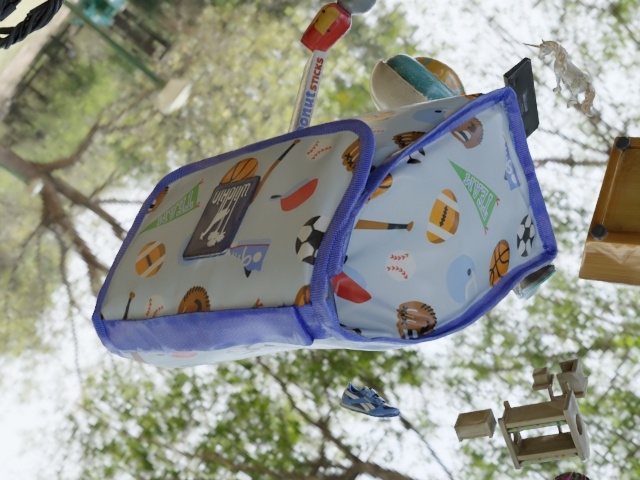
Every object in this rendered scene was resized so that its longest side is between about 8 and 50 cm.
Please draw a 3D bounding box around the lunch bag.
[{"bbox_3d":[0.000,0.000,1.048,0.328,0.238,0.385,-9,-163,42],"label":"lunch bag"}]

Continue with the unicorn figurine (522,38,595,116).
[{"bbox_3d":[0.453,-0.306,1.909,0.060,0.162,0.111,-43,151,-18],"label":"unicorn figurine"}]

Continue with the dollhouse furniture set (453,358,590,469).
[{"bbox_3d":[0.327,0.280,1.631,0.182,0.101,0.161,-14,-162,26],"label":"dollhouse furniture set"}]

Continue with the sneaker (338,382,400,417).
[{"bbox_3d":[0.113,0.363,2.329,0.053,0.144,0.059,13,90,-71],"label":"sneaker"}]

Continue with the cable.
[{"bbox_3d":[-0.523,-0.414,1.827,0.184,0.047,0.150,-33,-134,1],"label":"cable"}]

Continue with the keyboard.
[{"bbox_3d":[0.395,-0.270,2.079,0.023,0.180,0.108,25,-122,39],"label":"keyboard"}]

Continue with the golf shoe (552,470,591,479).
[{"bbox_3d":[0.249,0.337,1.100,0.086,0.068,0.186,81,27,-59],"label":"golf shoe"}]

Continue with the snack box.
[{"bbox_3d":[-0.026,-0.175,1.453,0.064,0.022,0.178,144,-39,-72],"label":"snack box"}]

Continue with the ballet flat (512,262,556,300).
[{"bbox_3d":[0.367,0.061,1.848,0.074,0.074,0.203,-55,171,-9],"label":"ballet flat"}]

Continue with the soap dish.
[{"bbox_3d":[0.524,-0.040,1.458,0.291,0.118,0.228,6,-119,33],"label":"soap dish"}]

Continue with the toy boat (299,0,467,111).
[{"bbox_3d":[0.125,-0.274,1.633,0.148,0.318,0.267,-48,-176,10],"label":"toy boat"}]
